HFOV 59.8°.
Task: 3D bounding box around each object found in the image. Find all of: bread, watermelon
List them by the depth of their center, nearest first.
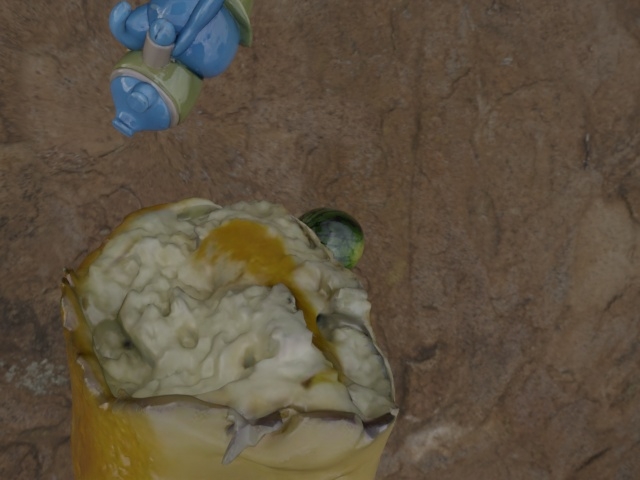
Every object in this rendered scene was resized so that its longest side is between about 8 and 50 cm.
[{"bbox_3d":[-0.124,0.185,0.564,0.250,0.361,0.394,-2,122,-31],"label":"bread"},{"bbox_3d":[0.000,0.000,1.057,0.187,0.141,0.140,17,97,-47],"label":"watermelon"}]

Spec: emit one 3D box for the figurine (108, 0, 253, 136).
[{"bbox_3d":[-0.192,-0.265,0.762,0.154,0.180,0.262,29,71,10],"label":"figurine"}]
